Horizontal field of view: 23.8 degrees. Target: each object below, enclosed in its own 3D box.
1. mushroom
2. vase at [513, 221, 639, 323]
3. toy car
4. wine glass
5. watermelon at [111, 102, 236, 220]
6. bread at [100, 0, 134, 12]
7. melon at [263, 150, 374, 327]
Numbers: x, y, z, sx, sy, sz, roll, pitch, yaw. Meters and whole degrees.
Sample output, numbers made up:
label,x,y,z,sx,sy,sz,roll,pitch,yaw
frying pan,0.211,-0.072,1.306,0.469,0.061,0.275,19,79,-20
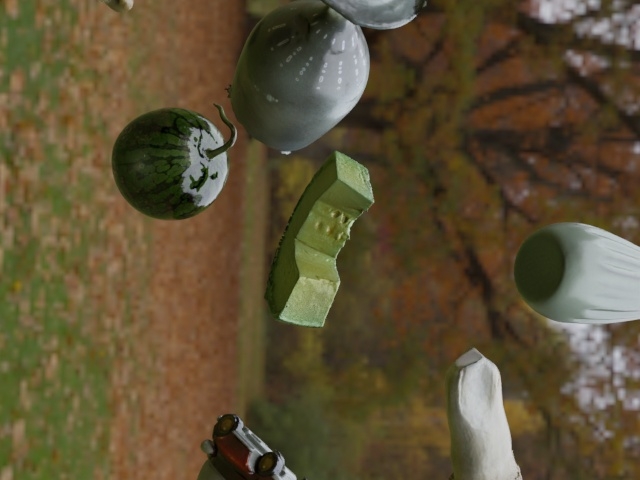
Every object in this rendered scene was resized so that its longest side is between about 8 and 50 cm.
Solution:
label,x,y,z,sx,sy,sz,roll,pitch,yaw
mushroom,0.157,0.189,1.546,0.071,0.084,0.209,50,-22,50
vase,0.366,0.049,1.955,0.128,0.248,0.128,-15,-109,50
toy car,-0.091,0.284,1.770,0.112,0.112,0.139,47,-7,-39
wine glass,0.000,-0.183,1.423,0.241,0.126,0.126,128,-31,-56
watermelon,-0.171,-0.099,1.858,0.187,0.140,0.141,-14,-111,45
bread,-0.240,-0.336,1.633,0.081,0.134,0.225,-40,-151,23
melon,0.000,0.000,1.771,0.210,0.064,0.118,-66,-163,-2
